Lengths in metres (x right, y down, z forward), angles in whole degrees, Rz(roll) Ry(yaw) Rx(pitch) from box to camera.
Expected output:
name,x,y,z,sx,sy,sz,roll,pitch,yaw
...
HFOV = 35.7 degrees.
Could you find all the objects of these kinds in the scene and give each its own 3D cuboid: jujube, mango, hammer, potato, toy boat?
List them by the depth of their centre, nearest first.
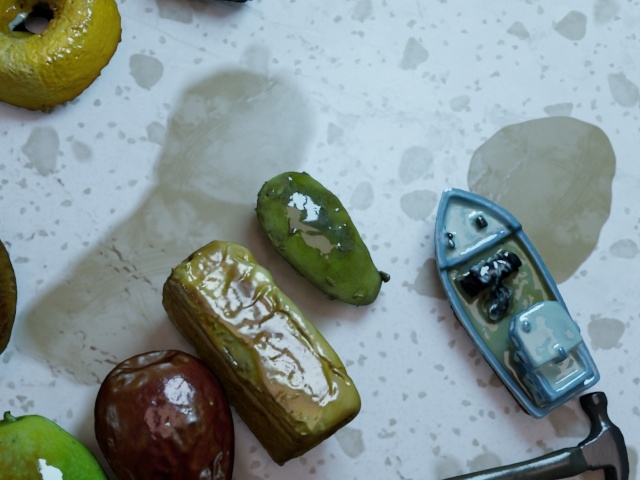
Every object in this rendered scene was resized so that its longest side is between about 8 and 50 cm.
name,x,y,z,sx,sy,sz,roll,pitch,yaw
mango,-0.326,0.393,1.196,0.225,0.201,0.382,-27,94,-4
jujube,-0.190,0.267,1.246,0.190,0.190,0.255,-6,94,-7
hammer,0.206,0.331,1.341,0.440,0.044,0.168,-12,76,-8
toy boat,0.256,0.073,1.361,0.145,0.133,0.332,-29,81,-11
potato,0.000,0.000,1.375,0.117,0.090,0.225,-42,91,-20

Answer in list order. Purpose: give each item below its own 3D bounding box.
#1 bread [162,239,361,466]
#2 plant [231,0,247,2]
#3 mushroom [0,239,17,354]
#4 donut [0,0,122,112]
name,x,y,z,sx,sy,sz,roll,pitch,yaw
bread,-0.081,0.141,1.292,0.132,0.167,0.294,-34,77,-20
plant,-0.176,-0.428,1.435,0.203,0.142,0.131,25,83,13
mushroom,-0.511,0.072,1.273,0.253,0.153,0.253,2,77,-8
donut,-0.411,-0.306,1.403,0.253,0.118,0.253,-3,71,8
